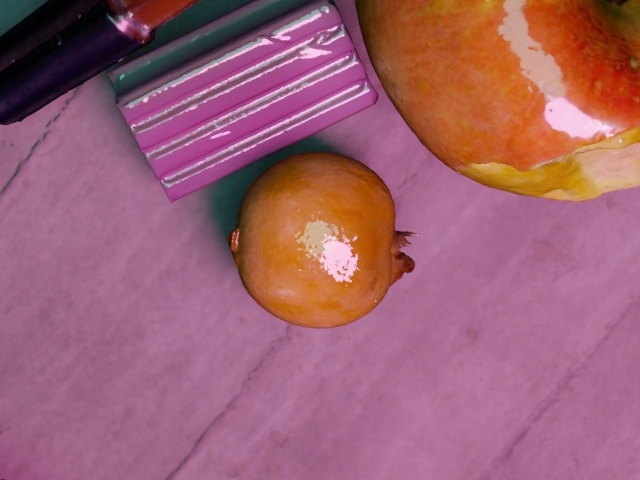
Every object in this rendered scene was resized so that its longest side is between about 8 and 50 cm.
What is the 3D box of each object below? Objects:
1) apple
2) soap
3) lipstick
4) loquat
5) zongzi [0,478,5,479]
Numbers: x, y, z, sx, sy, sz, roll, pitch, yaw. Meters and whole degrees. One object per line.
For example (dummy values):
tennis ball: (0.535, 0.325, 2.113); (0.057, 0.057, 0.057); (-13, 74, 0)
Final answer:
apple: (0.188, -0.197, 1.344); (0.340, 0.339, 0.339); (-1, 101, -4)
soap: (-0.065, -0.129, 1.440); (0.203, 0.065, 0.122); (-26, 131, 0)
lipstick: (-0.115, -0.216, 1.364); (0.418, 0.077, 0.077); (-29, 102, 24)
loquat: (0.000, 0.000, 1.453); (0.163, 0.137, 0.163); (1, 85, -8)
zongzi: (-0.452, 0.338, 1.515); (0.500, 0.218, 0.467); (-49, 69, 21)
